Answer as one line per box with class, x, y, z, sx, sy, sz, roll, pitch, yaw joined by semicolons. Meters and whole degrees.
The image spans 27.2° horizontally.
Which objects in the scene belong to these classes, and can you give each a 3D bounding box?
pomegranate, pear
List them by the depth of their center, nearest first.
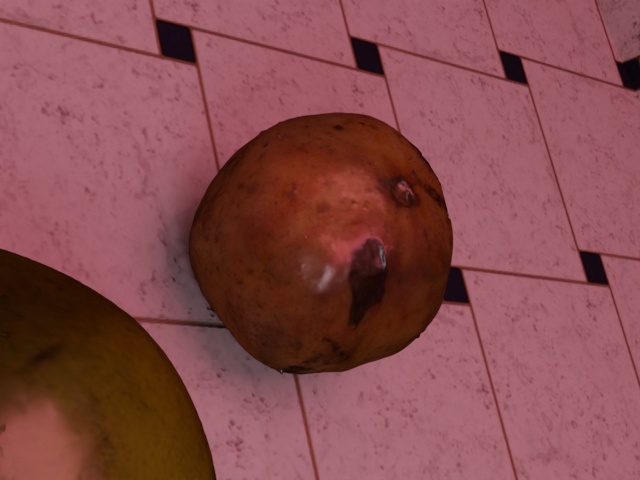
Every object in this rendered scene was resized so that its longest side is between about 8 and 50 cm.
pear;-0.249;0.179;0.975;0.413;0.352;0.352;43;42;-3
pomegranate;0.000;0.000;1.376;0.281;0.281;0.281;24;51;-33
